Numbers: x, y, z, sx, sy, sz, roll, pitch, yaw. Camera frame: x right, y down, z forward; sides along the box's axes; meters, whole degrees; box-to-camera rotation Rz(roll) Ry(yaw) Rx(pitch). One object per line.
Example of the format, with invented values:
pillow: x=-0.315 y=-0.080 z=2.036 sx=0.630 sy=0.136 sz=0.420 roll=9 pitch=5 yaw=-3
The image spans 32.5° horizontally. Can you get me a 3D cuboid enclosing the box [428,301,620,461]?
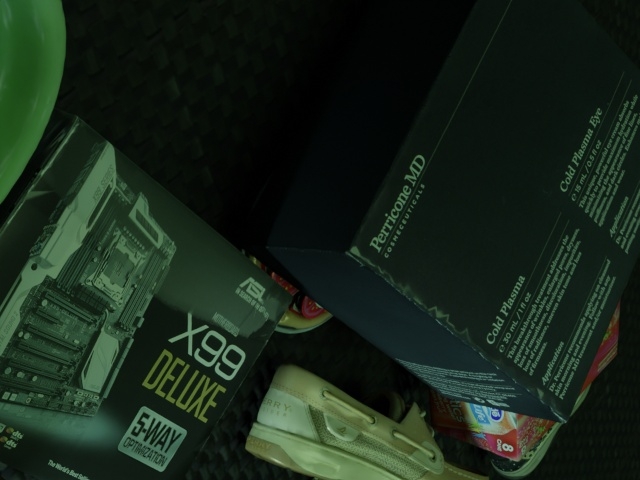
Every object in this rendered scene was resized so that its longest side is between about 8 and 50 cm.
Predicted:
box: x=0.244 y=0.125 z=1.291 sx=0.257 sy=0.122 sz=0.128 roll=-33 pitch=129 yaw=-42

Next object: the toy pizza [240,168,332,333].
toy pizza: x=0.000 y=0.000 z=1.100 sx=0.201 sy=0.032 sz=0.201 roll=-22 pitch=121 yaw=-42

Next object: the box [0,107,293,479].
box: x=-0.182 y=0.071 z=0.885 sx=0.242 sy=0.076 sz=0.307 roll=-58 pitch=139 yaw=-11

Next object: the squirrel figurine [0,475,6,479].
squirrel figurine: x=-0.317 y=0.185 z=0.578 sx=0.397 sy=0.370 sz=0.281 roll=26 pitch=87 yaw=-37

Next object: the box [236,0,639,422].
box: x=0.149 y=-0.056 z=1.053 sx=0.312 sy=0.179 sz=0.343 roll=39 pitch=70 yaw=-31

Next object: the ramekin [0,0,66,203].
ramekin: x=-0.294 y=-0.077 z=0.558 sx=0.303 sy=0.148 sz=0.303 roll=-44 pitch=165 yaw=-15

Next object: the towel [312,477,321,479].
towel: x=0.028 y=0.294 z=1.260 sx=0.148 sy=0.027 sz=0.110 roll=-33 pitch=128 yaw=-36

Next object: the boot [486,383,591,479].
boot: x=0.272 y=0.182 z=1.448 sx=0.236 sy=0.085 sz=0.178 roll=-57 pitch=137 yaw=-14

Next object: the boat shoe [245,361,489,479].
boat shoe: x=0.076 y=0.220 z=1.186 sx=0.341 sy=0.121 sz=0.110 roll=26 pitch=78 yaw=-40
